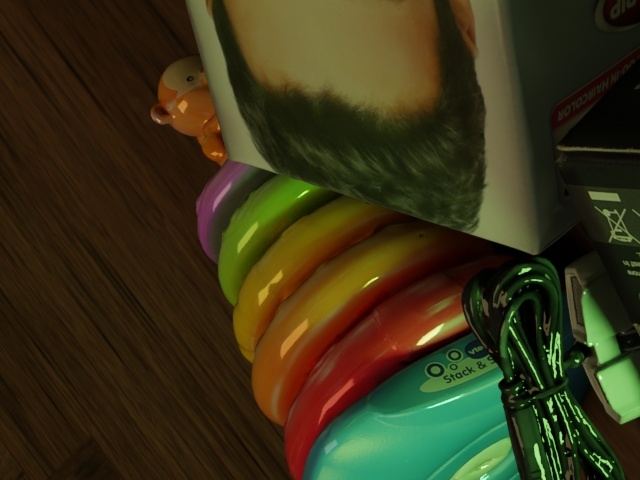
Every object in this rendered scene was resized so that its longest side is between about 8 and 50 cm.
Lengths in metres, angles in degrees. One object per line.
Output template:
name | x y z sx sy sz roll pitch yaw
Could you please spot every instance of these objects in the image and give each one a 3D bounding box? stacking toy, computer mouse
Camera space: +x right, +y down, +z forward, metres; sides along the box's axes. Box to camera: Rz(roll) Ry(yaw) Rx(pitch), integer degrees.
stacking toy | 0.000 0.000 0.694 0.302 0.175 0.166 54 156 28
computer mouse | 0.122 0.028 0.502 0.042 0.193 0.106 -12 103 38

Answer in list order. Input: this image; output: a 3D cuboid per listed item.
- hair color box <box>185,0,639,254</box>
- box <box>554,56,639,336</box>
hair color box | 0.019 -0.196 0.494 0.185 0.113 0.375 19 134 43
box | 0.290 0.079 0.358 0.395 0.097 0.318 5 132 51
